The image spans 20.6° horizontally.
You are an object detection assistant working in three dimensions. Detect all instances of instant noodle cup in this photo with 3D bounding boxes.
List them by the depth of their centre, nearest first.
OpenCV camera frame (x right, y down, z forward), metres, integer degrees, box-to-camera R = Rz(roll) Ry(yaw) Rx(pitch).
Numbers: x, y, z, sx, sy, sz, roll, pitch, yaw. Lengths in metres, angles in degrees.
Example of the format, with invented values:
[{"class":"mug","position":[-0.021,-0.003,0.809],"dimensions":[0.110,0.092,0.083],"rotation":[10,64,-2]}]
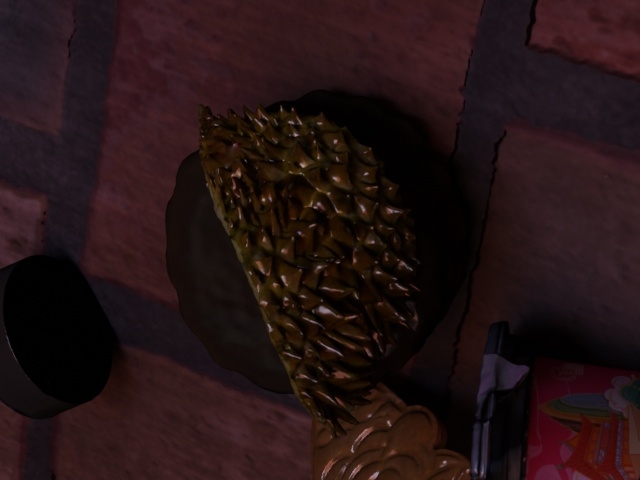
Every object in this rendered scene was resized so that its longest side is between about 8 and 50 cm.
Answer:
[{"class":"instant noodle cup","position":[0.207,0.191,1.284],"dimensions":[0.181,0.302,0.258],"rotation":[2,82,9]}]

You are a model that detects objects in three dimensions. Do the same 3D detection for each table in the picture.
[{"class":"table","position":[-0.235,0.081,1.485],"dimensions":[0.043,0.133,0.133],"rotation":[-22,103,30]}]

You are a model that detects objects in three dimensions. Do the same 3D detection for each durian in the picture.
[{"class":"durian","position":[-0.009,0.012,1.245],"dimensions":[0.252,0.144,0.139],"rotation":[62,157,-12]}]

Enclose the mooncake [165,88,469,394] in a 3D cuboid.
[{"class":"mooncake","position":[0.000,0.000,1.348],"dimensions":[0.228,0.124,0.228],"rotation":[10,113,25]}]

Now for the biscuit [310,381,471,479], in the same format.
[{"class":"biscuit","position":[0.043,0.189,1.370],"dimensions":[0.162,0.250,0.035],"rotation":[-40,133,15]}]
